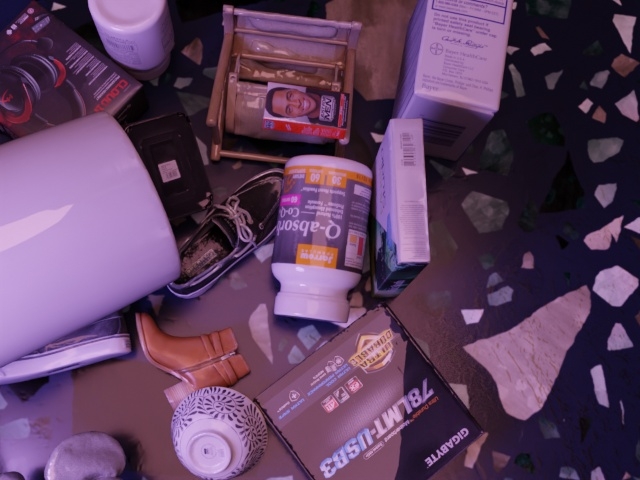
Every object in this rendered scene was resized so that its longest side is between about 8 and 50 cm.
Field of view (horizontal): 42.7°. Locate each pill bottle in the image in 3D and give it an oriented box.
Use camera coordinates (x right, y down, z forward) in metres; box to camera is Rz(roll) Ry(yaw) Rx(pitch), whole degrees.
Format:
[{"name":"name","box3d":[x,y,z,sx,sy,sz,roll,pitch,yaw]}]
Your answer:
[{"name":"pill bottle","box3d":[0.000,0.000,1.443,0.162,0.162,0.278,7,83,-3]},{"name":"pill bottle","box3d":[-0.332,-0.382,1.475,0.131,0.229,0.131,1,77,-4]}]

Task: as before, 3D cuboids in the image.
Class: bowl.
[{"name":"bowl","box3d":[-0.177,0.338,1.362,0.170,0.080,0.170,1,103,6]}]

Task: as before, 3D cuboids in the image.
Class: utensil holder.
[{"name":"utensil holder","box3d":[-0.457,0.006,1.274,0.385,0.327,0.328,-26,80,-21]}]

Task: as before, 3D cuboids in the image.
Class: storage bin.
[{"name":"storage bin","box3d":[-0.277,-0.130,1.455,0.122,0.084,0.180,-20,103,-19]}]

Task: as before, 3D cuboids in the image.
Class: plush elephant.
[{"name":"plush elephant","box3d":[-0.380,0.456,1.272,0.255,0.330,0.272,-15,70,-27]}]

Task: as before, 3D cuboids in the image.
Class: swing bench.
[{"name":"swing bench","box3d":[-0.066,-0.278,1.512,0.253,0.165,0.255,7,71,-2]}]

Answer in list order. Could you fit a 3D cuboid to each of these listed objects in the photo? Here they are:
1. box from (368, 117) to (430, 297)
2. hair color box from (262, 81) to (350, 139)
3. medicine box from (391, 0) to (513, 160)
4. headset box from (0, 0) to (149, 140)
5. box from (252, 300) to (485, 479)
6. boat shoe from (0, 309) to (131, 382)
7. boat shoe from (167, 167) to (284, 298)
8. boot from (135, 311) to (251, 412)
[{"name":"box","box3d":[0.126,-0.041,1.387,0.058,0.322,0.232,-1,76,-2]},{"name":"hair color box","box3d":[-0.024,-0.220,1.388,0.141,0.043,0.072,6,73,-4]},{"name":"medicine box","box3d":[0.235,-0.330,1.492,0.149,0.263,0.289,12,77,-2]},{"name":"headset box","box3d":[-0.475,-0.256,1.495,0.293,0.110,0.218,39,76,4]},{"name":"box","box3d":[0.082,0.308,1.431,0.295,0.073,0.293,-35,81,-11]},{"name":"boat shoe","box3d":[-0.481,0.177,1.396,0.301,0.108,0.102,-13,78,-10]},{"name":"boat shoe","box3d":[-0.161,-0.023,1.469,0.306,0.105,0.113,-40,83,-12]},{"name":"boot","box3d":[-0.225,0.186,1.435,0.152,0.073,0.197,-28,93,-9]}]
